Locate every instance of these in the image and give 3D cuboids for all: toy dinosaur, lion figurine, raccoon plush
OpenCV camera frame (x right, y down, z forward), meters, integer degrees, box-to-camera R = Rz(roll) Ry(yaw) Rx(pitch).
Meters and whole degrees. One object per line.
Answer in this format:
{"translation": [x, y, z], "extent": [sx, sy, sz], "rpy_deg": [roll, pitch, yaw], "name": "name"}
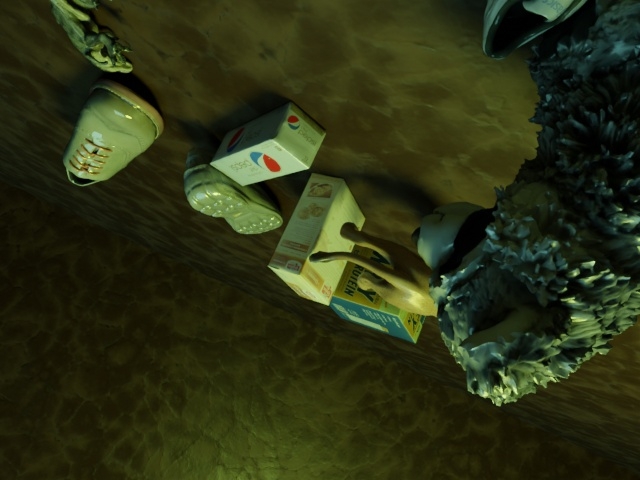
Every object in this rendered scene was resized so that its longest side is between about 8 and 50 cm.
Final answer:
{"translation": [-0.313, -0.297, 0.642], "extent": [0.118, 0.064, 0.268], "rpy_deg": [25, 160, 21], "name": "toy dinosaur"}
{"translation": [0.197, 0.078, 0.783], "extent": [0.391, 0.142, 0.240], "rpy_deg": [5, -164, -28], "name": "lion figurine"}
{"translation": [0.273, -0.003, 0.307], "extent": [0.446, 0.299, 0.216], "rpy_deg": [5, 158, 46], "name": "raccoon plush"}

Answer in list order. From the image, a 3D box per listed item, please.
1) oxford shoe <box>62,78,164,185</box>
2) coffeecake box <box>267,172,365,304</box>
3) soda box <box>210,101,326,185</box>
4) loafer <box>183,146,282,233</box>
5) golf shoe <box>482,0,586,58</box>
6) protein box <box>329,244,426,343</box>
{"translation": [-0.407, -0.182, 0.939], "extent": [0.140, 0.147, 0.397], "rpy_deg": [32, 160, -22], "name": "oxford shoe"}
{"translation": [0.000, 0.000, 0.871], "extent": [0.068, 0.186, 0.142], "rpy_deg": [14, 159, 28], "name": "coffeecake box"}
{"translation": [-0.089, -0.144, 0.769], "extent": [0.073, 0.069, 0.216], "rpy_deg": [35, 160, -29], "name": "soda box"}
{"translation": [-0.162, -0.090, 0.979], "extent": [0.111, 0.112, 0.319], "rpy_deg": [-18, 163, 11], "name": "loafer"}
{"translation": [0.171, -0.178, 0.312], "extent": [0.069, 0.086, 0.176], "rpy_deg": [29, 161, -10], "name": "golf shoe"}
{"translation": [0.129, 0.115, 1.114], "extent": [0.201, 0.136, 0.200], "rpy_deg": [14, 159, 29], "name": "protein box"}
